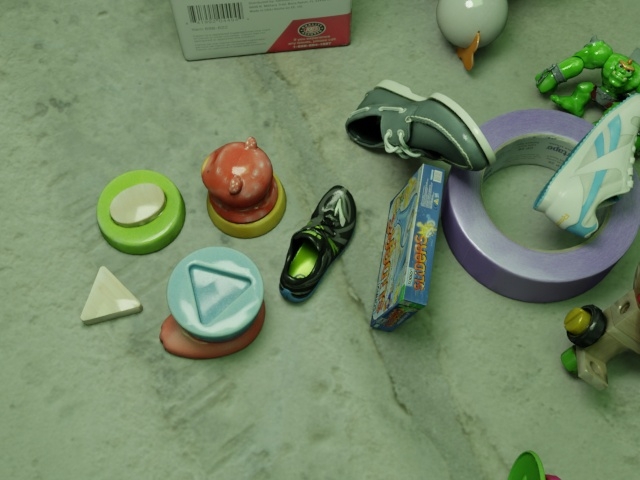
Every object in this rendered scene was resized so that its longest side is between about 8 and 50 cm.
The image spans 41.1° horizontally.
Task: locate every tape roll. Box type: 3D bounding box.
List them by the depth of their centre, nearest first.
[{"bbox_3d":[0.317,-0.052,1.239,0.274,0.090,0.275,0,67,-1],"label":"tape roll"}]

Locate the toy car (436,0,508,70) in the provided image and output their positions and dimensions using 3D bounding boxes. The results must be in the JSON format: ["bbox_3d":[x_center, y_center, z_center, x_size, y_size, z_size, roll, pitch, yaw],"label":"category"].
[{"bbox_3d":[0.239,-0.391,1.365,0.219,0.210,0.238,8,94,-11],"label":"toy car"}]

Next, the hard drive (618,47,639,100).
[{"bbox_3d":[0.538,-0.239,1.358,0.135,0.022,0.094,34,70,13],"label":"hard drive"}]

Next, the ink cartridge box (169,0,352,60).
[{"bbox_3d":[-0.094,-0.453,1.253,0.279,0.385,0.161,-5,66,-3],"label":"ink cartridge box"}]

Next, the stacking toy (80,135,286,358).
[{"bbox_3d":[-0.197,-0.004,1.193,0.279,0.130,0.309,4,66,1],"label":"stacking toy"}]

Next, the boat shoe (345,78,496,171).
[{"bbox_3d":[0.132,-0.145,1.200,0.099,0.116,0.319,-38,30,-6],"label":"boat shoe"}]

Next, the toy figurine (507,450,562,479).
[{"bbox_3d":[0.318,0.362,1.055,0.159,0.130,0.173,13,88,-5],"label":"toy figurine"}]

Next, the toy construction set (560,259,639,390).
[{"bbox_3d":[0.458,0.160,1.100,0.237,0.257,0.309,-42,45,28],"label":"toy construction set"}]

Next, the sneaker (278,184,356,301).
[{"bbox_3d":[0.000,0.000,1.220,0.067,0.078,0.188,26,68,10],"label":"sneaker"}]

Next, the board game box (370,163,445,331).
[{"bbox_3d":[0.120,0.012,1.182,0.035,0.136,0.201,15,65,-10],"label":"board game box"}]

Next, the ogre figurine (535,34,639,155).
[{"bbox_3d":[0.439,-0.230,1.307,0.197,0.096,0.118,44,110,29],"label":"ogre figurine"}]

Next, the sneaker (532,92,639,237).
[{"bbox_3d":[0.391,-0.104,1.174,0.092,0.087,0.229,38,78,8],"label":"sneaker"}]
